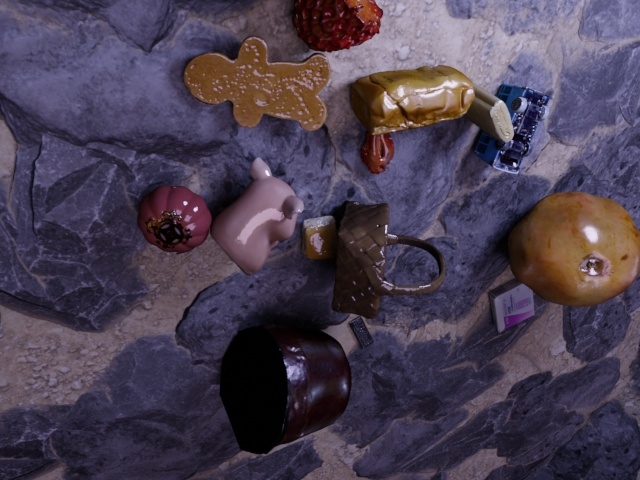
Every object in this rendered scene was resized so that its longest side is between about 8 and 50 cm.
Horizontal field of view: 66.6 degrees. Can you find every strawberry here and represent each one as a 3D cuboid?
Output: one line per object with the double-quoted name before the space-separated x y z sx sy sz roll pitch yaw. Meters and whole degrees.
"strawberry" 0.022 -0.521 1.088 0.178 0.234 0.234 -27 133 33
"strawberry" 0.164 -0.252 1.365 0.104 0.048 0.152 -23 129 -13

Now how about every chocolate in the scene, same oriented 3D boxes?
"chocolate" -0.081 0.442 1.533 0.331 0.383 0.383 9 117 -42

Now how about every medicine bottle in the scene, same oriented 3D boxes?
"medicine bottle" 0.750 0.248 1.915 0.171 0.052 0.201 -25 124 -6

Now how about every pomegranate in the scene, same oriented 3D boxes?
"pomegranate" 0.846 0.028 1.633 0.411 0.411 0.411 -11 123 -17

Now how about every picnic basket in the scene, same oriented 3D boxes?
"picnic basket" 0.202 0.062 1.393 0.337 0.293 0.337 5 121 8

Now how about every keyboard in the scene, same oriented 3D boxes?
"keyboard" 0.146 0.330 1.737 0.053 0.010 0.155 -29 127 -2

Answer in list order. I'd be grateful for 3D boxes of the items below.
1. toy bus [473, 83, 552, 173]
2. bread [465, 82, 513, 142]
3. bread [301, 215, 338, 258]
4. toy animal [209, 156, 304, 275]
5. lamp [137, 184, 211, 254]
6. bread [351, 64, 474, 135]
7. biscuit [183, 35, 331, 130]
"toy bus" 0.555 -0.327 1.427 0.116 0.133 0.234 9 111 -27
"bread" 0.450 -0.353 1.340 0.060 0.178 0.139 -34 127 5
"bread" 0.000 -0.002 1.427 0.106 0.082 0.125 -12 127 -23
"toy animal" -0.160 -0.040 1.273 0.256 0.195 0.213 -45 160 1
"lamp" -0.362 -0.057 1.218 0.182 0.140 0.182 -1 122 -1
"bread" 0.235 -0.365 1.249 0.294 0.167 0.132 -14 124 -14
"biscuit" -0.144 -0.370 1.145 0.340 0.047 0.216 1 126 -10
